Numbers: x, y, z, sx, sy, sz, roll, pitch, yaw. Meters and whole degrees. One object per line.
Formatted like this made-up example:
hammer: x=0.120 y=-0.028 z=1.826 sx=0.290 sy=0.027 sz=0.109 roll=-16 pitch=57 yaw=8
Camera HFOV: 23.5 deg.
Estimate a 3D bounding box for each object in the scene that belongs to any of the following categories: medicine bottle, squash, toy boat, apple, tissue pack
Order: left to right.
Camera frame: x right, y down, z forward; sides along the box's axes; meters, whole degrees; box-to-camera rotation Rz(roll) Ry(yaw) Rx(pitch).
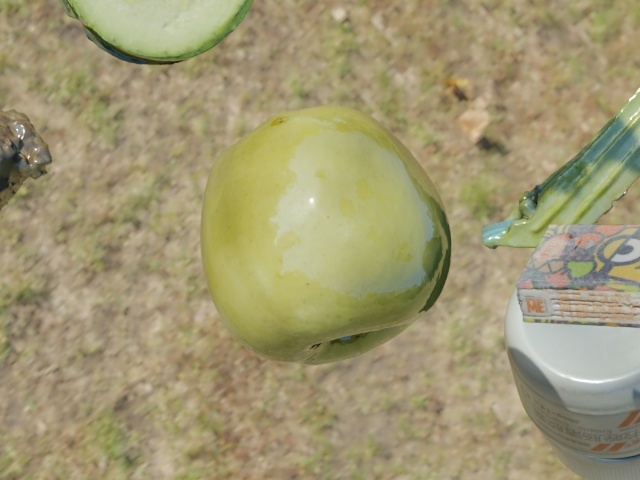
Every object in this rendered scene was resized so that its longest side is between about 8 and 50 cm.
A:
squash: x=-0.162 y=-0.287 z=1.538 sx=0.219 sy=0.041 sz=0.219 roll=0 pitch=88 yaw=-16
apple: x=0.000 y=0.000 z=1.519 sx=0.262 sy=0.262 sz=0.262 roll=18 pitch=55 yaw=-28
toy boat: x=0.310 y=-0.072 z=1.775 sx=0.084 sy=0.276 sz=0.111 roll=46 pitch=13 yaw=2
tissue pack: x=0.276 y=0.034 z=1.492 sx=0.108 sy=0.148 sz=0.060 roll=-52 pitch=134 yaw=-47
medicine bottle: x=0.376 y=0.167 z=2.008 sx=0.306 sy=0.245 sz=0.245 roll=66 pitch=24 yaw=-54

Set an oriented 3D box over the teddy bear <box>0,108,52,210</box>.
teddy bear: x=-0.438 y=-0.132 z=1.496 sx=0.296 sy=0.246 sz=0.222 roll=36 pitch=7 yaw=-42
